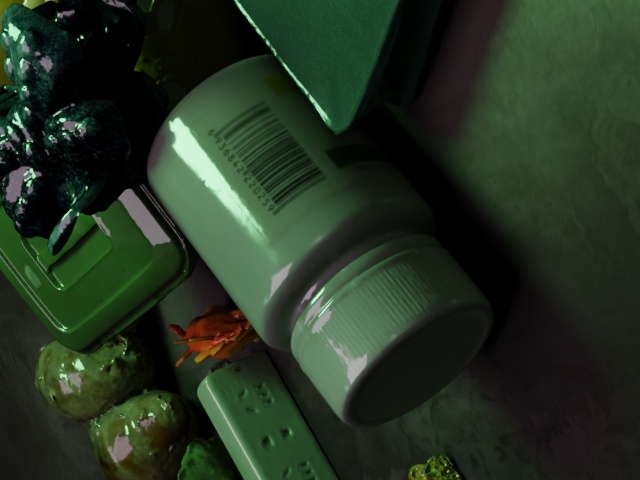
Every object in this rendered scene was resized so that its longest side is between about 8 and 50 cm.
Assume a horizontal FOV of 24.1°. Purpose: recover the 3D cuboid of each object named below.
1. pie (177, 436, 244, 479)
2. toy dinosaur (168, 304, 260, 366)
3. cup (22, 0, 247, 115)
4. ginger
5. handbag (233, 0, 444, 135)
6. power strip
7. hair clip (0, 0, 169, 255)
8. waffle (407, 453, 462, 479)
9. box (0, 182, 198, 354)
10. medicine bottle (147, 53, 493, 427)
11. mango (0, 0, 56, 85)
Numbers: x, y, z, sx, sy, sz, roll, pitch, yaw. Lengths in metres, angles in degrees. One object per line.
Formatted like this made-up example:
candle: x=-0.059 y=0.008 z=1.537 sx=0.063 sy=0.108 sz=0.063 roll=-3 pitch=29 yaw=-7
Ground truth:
pie: x=-0.101 y=0.370 z=1.935 sx=0.257 sy=0.105 sz=0.274 roll=64 pitch=-171 yaw=11
toy dinosaur: x=-0.132 y=0.118 z=1.882 sx=0.288 sy=0.117 sz=0.070 roll=-22 pitch=91 yaw=65
cup: x=-0.198 y=-0.224 z=1.632 sx=0.185 sy=0.241 sz=0.226 roll=-92 pitch=-14 yaw=-64
ginger: x=-0.292 y=0.235 z=2.204 sx=0.256 sy=0.176 sz=0.375 roll=-36 pitch=79 yaw=46
handbag: x=-0.007 y=-0.283 z=1.390 sx=0.326 sy=0.089 sz=0.238 roll=55 pitch=150 yaw=23
power strip: x=-0.043 y=0.289 z=1.875 sx=0.338 sy=0.098 sz=0.058 roll=59 pitch=149 yaw=13
hair clip: x=-0.268 y=-0.113 z=1.539 sx=0.206 sy=0.194 sz=0.310 roll=47 pitch=138 yaw=0
waffle: x=0.159 y=0.320 z=1.597 sx=0.160 sy=0.046 sz=0.192 roll=-13 pitch=99 yaw=64
box: x=-0.257 y=-0.038 z=1.835 sx=0.253 sy=0.178 sz=0.329 roll=52 pitch=135 yaw=-3
medicine bottle: x=0.000 y=0.000 z=1.461 sx=0.339 sy=0.208 sz=0.208 roll=51 pitch=149 yaw=26
mango: x=-0.410 y=-0.267 z=2.029 sx=0.175 sy=0.139 sz=0.254 roll=15 pitch=139 yaw=4
